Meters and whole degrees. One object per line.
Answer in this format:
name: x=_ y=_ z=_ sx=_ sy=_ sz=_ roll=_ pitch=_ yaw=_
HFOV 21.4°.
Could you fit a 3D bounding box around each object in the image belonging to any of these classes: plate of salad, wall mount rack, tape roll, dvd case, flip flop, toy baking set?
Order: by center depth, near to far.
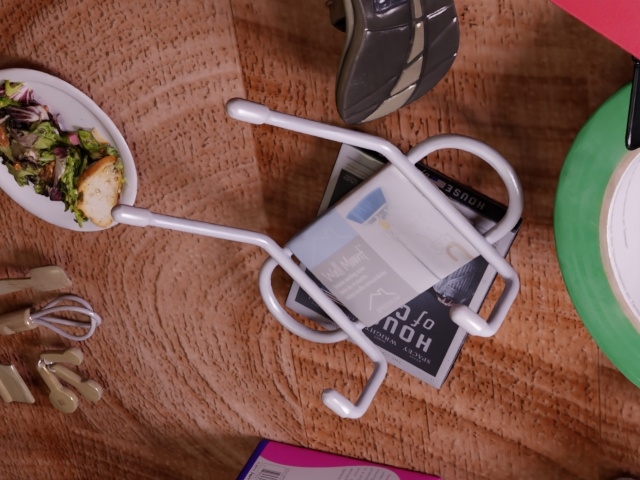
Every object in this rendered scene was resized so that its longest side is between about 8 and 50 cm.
tape roll: x=0.343 y=-0.001 z=1.330 sx=0.321 sy=0.077 sz=0.321 roll=15 pitch=120 yaw=28
flip flop: x=0.046 y=-0.205 z=1.382 sx=0.080 sy=0.112 sz=0.277 roll=57 pitch=165 yaw=38
wall mount rack: x=0.000 y=0.000 z=1.517 sx=0.304 sy=0.130 sz=0.350 roll=44 pitch=135 yaw=-8
dvd case: x=0.073 y=0.022 z=1.608 sx=0.179 sy=0.029 sz=0.239 roll=28 pitch=136 yaw=8
plate of salad: x=-0.278 y=-0.084 z=1.716 sx=0.200 sy=0.048 sz=0.200 roll=17 pitch=135 yaw=18
toy baking set: x=-0.334 y=0.100 z=1.928 sx=0.196 sy=0.030 sz=0.256 roll=16 pitch=134 yaw=15

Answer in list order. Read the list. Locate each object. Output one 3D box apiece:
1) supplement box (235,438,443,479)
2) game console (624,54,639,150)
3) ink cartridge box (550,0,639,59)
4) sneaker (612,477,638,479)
supplement box: x=0.019 y=0.308 z=1.828 sx=0.220 sy=0.111 sz=0.114 roll=8 pitch=131 yaw=26
game console: x=0.230 y=-0.135 z=1.218 sx=0.107 sy=0.122 sz=0.071 roll=48 pitch=126 yaw=15
ink cartridge box: x=0.296 y=-0.169 z=1.127 sx=0.309 sy=0.272 sz=0.130 roll=34 pitch=137 yaw=2
sneaker: x=0.308 y=0.350 z=1.701 sx=0.094 sy=0.091 sz=0.258 roll=12 pitch=132 yaw=23
